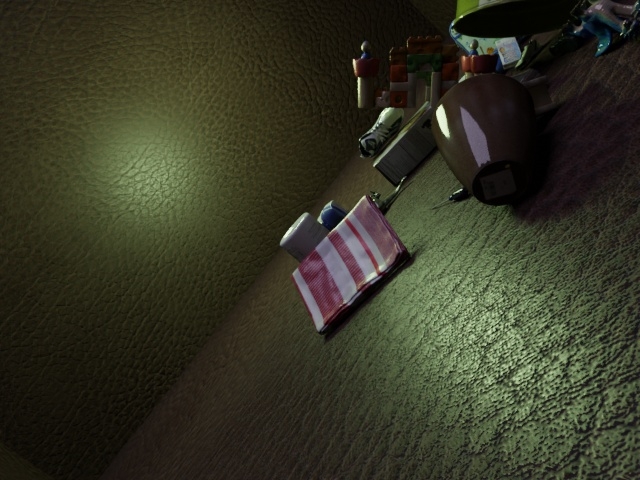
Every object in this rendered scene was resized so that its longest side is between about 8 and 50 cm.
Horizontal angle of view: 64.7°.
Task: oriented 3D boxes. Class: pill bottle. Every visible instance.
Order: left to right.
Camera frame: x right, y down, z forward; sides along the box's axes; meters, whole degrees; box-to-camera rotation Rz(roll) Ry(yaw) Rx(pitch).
[{"bbox_3d":[0.003,0.036,1.515,0.131,0.229,0.131,-48,10,11],"label":"pill bottle"}]

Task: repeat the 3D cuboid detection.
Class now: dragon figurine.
[{"bbox_3d":[0.622,-0.468,1.113,0.085,0.144,0.289,-50,-10,8],"label":"dragon figurine"}]

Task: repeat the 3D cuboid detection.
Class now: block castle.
[{"bbox_3d":[0.337,-0.564,1.690,0.303,0.452,0.213,-69,-21,-69],"label":"block castle"}]

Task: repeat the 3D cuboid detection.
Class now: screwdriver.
[{"bbox_3d":[0.318,-0.097,1.267,0.170,0.024,0.025,137,142,-66],"label":"screwdriver"}]

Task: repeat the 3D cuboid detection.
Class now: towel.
[{"bbox_3d":[0.062,0.063,1.341,0.329,0.037,0.237,-46,46,18],"label":"towel"}]

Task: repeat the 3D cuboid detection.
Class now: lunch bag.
[{"bbox_3d":[0.633,-0.810,1.900,0.115,0.243,0.303,-52,11,-20],"label":"lunch bag"}]

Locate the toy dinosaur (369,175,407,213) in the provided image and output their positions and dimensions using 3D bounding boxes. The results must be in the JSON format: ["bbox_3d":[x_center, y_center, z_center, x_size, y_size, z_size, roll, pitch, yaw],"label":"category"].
[{"bbox_3d":[0.195,-0.120,1.763,0.268,0.064,0.118,-50,24,-9],"label":"toy dinosaur"}]

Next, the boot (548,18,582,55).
[{"bbox_3d":[0.666,-0.541,1.328,0.099,0.045,0.121,-46,9,2],"label":"boot"}]

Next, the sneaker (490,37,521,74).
[{"bbox_3d":[0.646,-0.651,1.758,0.082,0.069,0.209,-32,20,50],"label":"sneaker"}]

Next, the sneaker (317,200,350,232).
[{"bbox_3d":[-0.001,0.001,2.041,0.315,0.127,0.182,-49,11,46],"label":"sneaker"}]

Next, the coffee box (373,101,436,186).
[{"bbox_3d":[0.335,-0.355,1.855,0.297,0.119,0.168,-46,10,18],"label":"coffee box"}]

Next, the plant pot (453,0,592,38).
[{"bbox_3d":[0.555,-0.787,1.387,0.366,0.366,0.353,-131,39,-80],"label":"plant pot"}]

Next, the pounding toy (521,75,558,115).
[{"bbox_3d":[0.436,-0.262,1.212,0.154,0.155,0.269,-21,-1,-39],"label":"pounding toy"}]

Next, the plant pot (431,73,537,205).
[{"bbox_3d":[0.341,-0.181,1.013,0.215,0.215,0.231,-42,27,36],"label":"plant pot"}]

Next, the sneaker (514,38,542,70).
[{"bbox_3d":[0.642,-0.580,1.582,0.109,0.043,0.040,-51,12,3],"label":"sneaker"}]

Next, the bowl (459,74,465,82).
[{"bbox_3d":[0.546,-0.578,1.965,0.142,0.053,0.142,-47,11,14],"label":"bowl"}]

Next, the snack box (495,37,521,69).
[{"bbox_3d":[0.629,-0.630,1.686,0.064,0.022,0.178,-15,41,22],"label":"snack box"}]

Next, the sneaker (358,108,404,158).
[{"bbox_3d":[0.218,-0.394,1.895,0.235,0.094,0.153,-42,9,46],"label":"sneaker"}]

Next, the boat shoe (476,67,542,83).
[{"bbox_3d":[0.456,-0.389,1.414,0.132,0.130,0.355,-53,10,-20],"label":"boat shoe"}]
